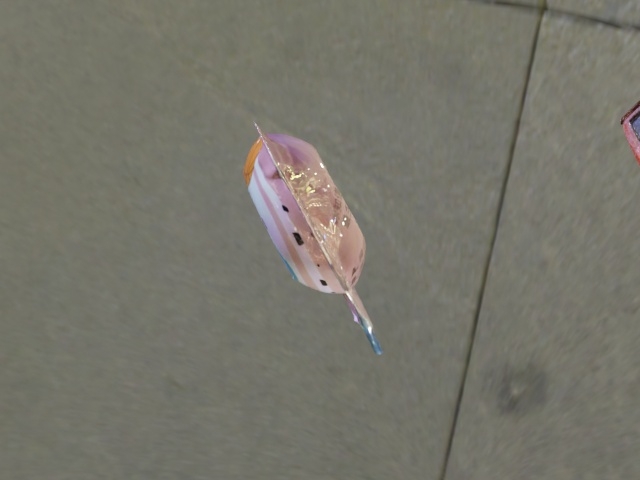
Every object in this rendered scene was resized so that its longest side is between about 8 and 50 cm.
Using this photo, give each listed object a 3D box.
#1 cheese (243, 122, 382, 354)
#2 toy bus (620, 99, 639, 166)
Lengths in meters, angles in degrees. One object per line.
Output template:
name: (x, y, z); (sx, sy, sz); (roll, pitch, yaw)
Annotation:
cheese: (0.000, 0.000, 1.472); (0.074, 0.286, 0.189); (-27, 48, 1)
toy bus: (0.328, -0.129, 1.215); (0.235, 0.073, 0.096); (-51, 50, 37)
